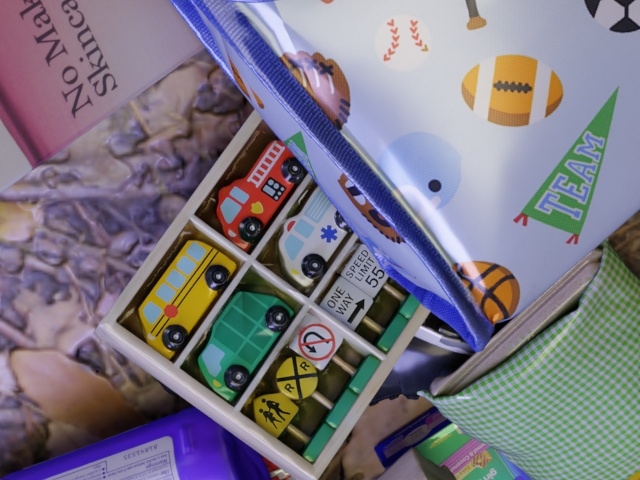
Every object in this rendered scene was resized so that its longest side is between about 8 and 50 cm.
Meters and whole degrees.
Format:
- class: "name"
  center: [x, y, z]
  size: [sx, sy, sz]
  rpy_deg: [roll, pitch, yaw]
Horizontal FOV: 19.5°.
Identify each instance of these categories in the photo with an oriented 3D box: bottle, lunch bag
- class: "bottle"
  center: [-0.174, 0.204, 1.271]
  size: [0.283, 0.092, 0.118]
  rpy_deg: [-20, 136, 9]
- class: "lunch bag"
  center: [0.073, -0.191, 1.026]
  size: [0.328, 0.239, 0.385]
  rpy_deg: [-39, 107, -5]

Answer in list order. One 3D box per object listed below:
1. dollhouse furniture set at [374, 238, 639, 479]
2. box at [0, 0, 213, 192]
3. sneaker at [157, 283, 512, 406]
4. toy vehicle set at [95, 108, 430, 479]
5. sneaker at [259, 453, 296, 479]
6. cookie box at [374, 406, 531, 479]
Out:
- class: "dollhouse furniture set"
  center: [0.155, 0.180, 1.217]
  size: [0.301, 0.151, 0.197]
  rpy_deg: [-44, 130, 13]
- class: "box"
  center: [-0.186, -0.133, 1.094]
  size: [0.232, 0.127, 0.148]
  rpy_deg: [-41, 115, -35]
- class: "sneaker"
  center: [0.018, 0.071, 1.280]
  size: [0.283, 0.107, 0.124]
  rpy_deg: [12, 121, -8]
- class: "toy vehicle set"
  center: [0.000, 0.000, 1.189]
  size: [0.166, 0.035, 0.267]
  rpy_deg: [35, 72, -2]
- class: "sneaker"
  center: [-0.018, 0.182, 1.313]
  size: [0.042, 0.067, 0.118]
  rpy_deg: [-23, 110, -1]
- class: "cookie box"
  center: [0.107, 0.171, 1.341]
  size: [0.092, 0.040, 0.107]
  rpy_deg: [-34, 111, 3]
